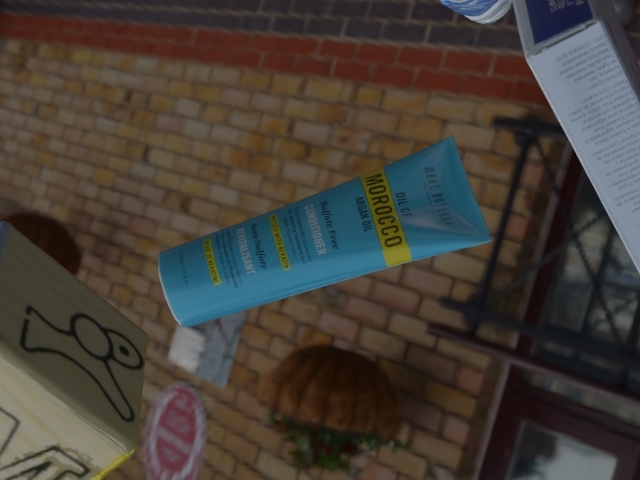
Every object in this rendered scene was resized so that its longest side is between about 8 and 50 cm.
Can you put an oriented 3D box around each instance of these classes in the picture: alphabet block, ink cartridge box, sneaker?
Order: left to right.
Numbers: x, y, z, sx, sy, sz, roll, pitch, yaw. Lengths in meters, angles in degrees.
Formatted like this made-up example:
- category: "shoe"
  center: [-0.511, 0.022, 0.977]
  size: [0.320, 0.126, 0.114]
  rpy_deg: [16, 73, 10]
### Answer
- category: "alphabet block"
  center: [-0.302, 0.138, 1.148]
  size: [0.197, 0.193, 0.192]
  rpy_deg: [43, -158, -25]
- category: "sneaker"
  center: [0.219, -0.327, 1.391]
  size: [0.081, 0.080, 0.211]
  rpy_deg: [4, 145, -36]
- category: "ink cartridge box"
  center: [0.252, -0.112, 1.032]
  size: [0.330, 0.071, 0.324]
  rpy_deg: [55, -159, -29]

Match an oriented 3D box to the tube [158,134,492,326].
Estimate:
- category: "tube"
  center: [0.000, 0.000, 0.778]
  size: [0.207, 0.080, 0.052]
  rpy_deg: [-19, 158, 6]
